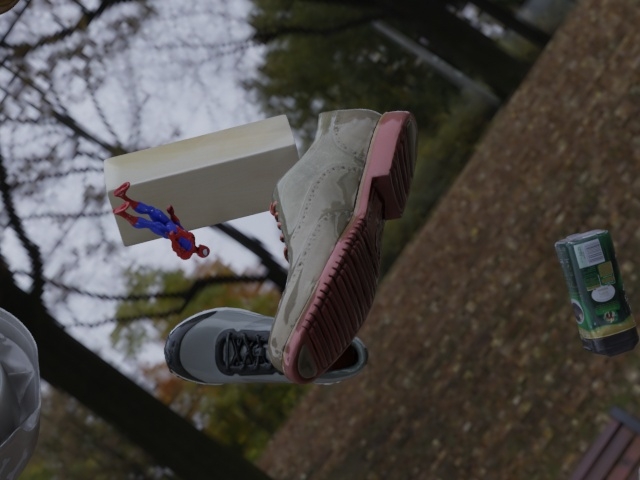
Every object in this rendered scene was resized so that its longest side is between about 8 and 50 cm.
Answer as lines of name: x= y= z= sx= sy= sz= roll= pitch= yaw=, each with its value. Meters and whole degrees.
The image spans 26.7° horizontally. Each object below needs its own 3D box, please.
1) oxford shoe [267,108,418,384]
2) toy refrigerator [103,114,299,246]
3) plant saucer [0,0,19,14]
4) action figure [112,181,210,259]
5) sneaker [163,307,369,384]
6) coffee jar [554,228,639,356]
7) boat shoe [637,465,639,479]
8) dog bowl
oxford shoe: x=0.000 y=0.000 z=1.453 sx=0.123 sy=0.130 sz=0.348 roll=76 pitch=-149 yaw=-49
toy refrigerator: x=-0.164 y=-0.087 z=1.912 sx=0.094 sy=0.269 sz=0.102 roll=-108 pitch=4 yaw=-53
plant saucer: x=-0.314 y=-0.256 z=1.300 sx=0.083 sy=0.015 sz=0.083 roll=-20 pitch=-58 yaw=-36
action figure: x=-0.142 y=-0.012 z=1.241 sx=0.030 sy=0.038 sz=0.115 roll=-30 pitch=-43 yaw=21
sneaker: x=-0.065 y=0.137 z=1.719 sx=0.108 sy=0.271 sz=0.100 roll=171 pitch=100 yaw=-70
coffee jar: x=0.411 y=0.079 z=1.995 sx=0.079 sy=0.184 sz=0.096 roll=-16 pitch=3 yaw=-5
boat shoe: x=0.297 y=0.252 z=0.855 sx=0.104 sy=0.307 sz=0.110 roll=20 pitch=-48 yaw=-38
dog bowl: x=-0.508 y=0.220 z=1.663 sx=0.349 sy=0.348 sz=0.102 roll=-48 pitch=-35 yaw=-39
